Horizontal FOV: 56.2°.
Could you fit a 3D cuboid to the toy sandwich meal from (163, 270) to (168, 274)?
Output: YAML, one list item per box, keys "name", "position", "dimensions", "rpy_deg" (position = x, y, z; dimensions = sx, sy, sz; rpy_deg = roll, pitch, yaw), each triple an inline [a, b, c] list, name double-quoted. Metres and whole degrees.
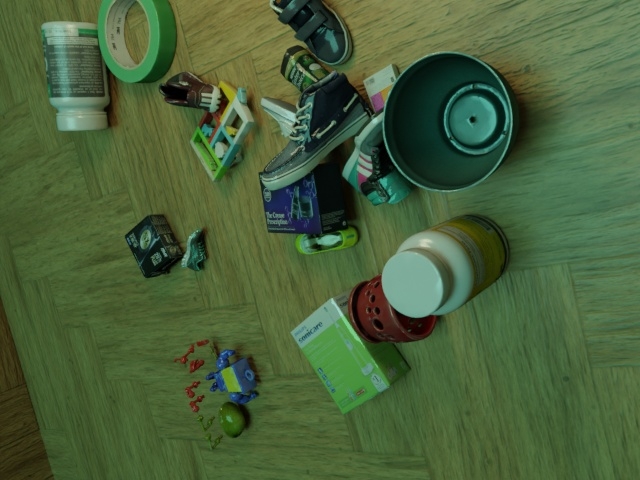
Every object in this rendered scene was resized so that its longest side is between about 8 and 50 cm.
- name: "toy sandwich meal"
  position: [-0.583, 0.085, 2.193]
  dimensions: [0.085, 0.029, 0.085]
  rpy_deg: [10, 108, 34]

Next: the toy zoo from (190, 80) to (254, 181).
- name: "toy zoo"
  position: [-0.299, -0.350, 1.844]
  dimensions: [0.293, 0.030, 0.192]
  rpy_deg: [-53, 56, 33]

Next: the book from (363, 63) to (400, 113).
- name: "book"
  position: [0.171, -0.358, 1.519]
  dimensions: [0.096, 0.035, 0.144]
  rpy_deg: [-20, 89, 41]

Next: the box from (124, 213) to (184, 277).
- name: "box"
  position: [-0.591, 0.020, 2.132]
  dimensions: [0.147, 0.077, 0.180]
  rpy_deg: [-34, 78, 26]

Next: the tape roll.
- name: "tape roll"
  position: [-0.612, -0.688, 1.988]
  dimensions: [0.321, 0.077, 0.321]
  rpy_deg: [11, 109, 34]

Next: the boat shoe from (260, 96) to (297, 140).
- name: "boat shoe"
  position: [-0.075, -0.319, 1.671]
  dimensions: [0.258, 0.095, 0.084]
  rpy_deg: [35, 116, 26]

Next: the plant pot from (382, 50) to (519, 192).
- name: "plant pot"
  position: [0.313, -0.265, 1.332]
  dimensions: [0.293, 0.196, 0.293]
  rpy_deg: [11, 109, 34]

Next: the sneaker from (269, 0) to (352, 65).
- name: "sneaker"
  position: [-0.045, -0.593, 1.562]
  dimensions: [0.126, 0.127, 0.321]
  rpy_deg: [-38, 80, 36]

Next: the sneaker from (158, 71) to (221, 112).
- name: "sneaker"
  position: [-0.442, -0.468, 1.844]
  dimensions: [0.281, 0.162, 0.106]
  rpy_deg: [24, 109, 42]

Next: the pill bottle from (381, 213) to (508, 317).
- name: "pill bottle"
  position: [0.281, 0.058, 1.351]
  dimensions: [0.188, 0.334, 0.188]
  rpy_deg: [10, 108, 35]

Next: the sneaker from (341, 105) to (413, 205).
- name: "sneaker"
  position: [0.159, -0.183, 1.476]
  dimensions: [0.178, 0.124, 0.295]
  rpy_deg: [47, 156, 12]

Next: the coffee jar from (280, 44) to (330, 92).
- name: "coffee jar"
  position: [-0.028, -0.436, 1.609]
  dimensions: [0.184, 0.079, 0.096]
  rpy_deg: [47, 147, 18]

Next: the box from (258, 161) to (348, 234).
- name: "box"
  position: [-0.052, -0.115, 1.665]
  dimensions: [0.261, 0.103, 0.184]
  rpy_deg: [2, 101, 52]

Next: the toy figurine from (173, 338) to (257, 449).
- name: "toy figurine"
  position: [-0.302, 0.497, 1.999]
  dimensions: [0.217, 0.191, 0.362]
  rpy_deg: [-20, 90, 33]

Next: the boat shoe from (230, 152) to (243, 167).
- name: "boat shoe"
  position: [-0.288, -0.247, 1.885]
  dimensions: [0.100, 0.035, 0.035]
  rpy_deg: [-16, 92, 38]

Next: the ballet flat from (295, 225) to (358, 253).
- name: "ballet flat"
  position: [0.000, 0.000, 1.708]
  dimensions: [0.231, 0.077, 0.077]
  rpy_deg: [-9, 97, 38]

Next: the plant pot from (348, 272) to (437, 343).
- name: "plant pot"
  position: [0.179, 0.177, 1.551]
  dimensions: [0.174, 0.191, 0.191]
  rpy_deg: [-23, 87, 43]

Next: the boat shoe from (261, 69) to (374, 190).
- name: "boat shoe"
  position: [-0.038, -0.284, 1.512]
  dimensions: [0.158, 0.340, 0.127]
  rpy_deg: [55, 171, -32]

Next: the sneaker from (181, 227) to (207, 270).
- name: "sneaker"
  position: [-0.417, 0.035, 2.049]
  dimensions: [0.076, 0.065, 0.166]
  rpy_deg: [27, 121, 10]

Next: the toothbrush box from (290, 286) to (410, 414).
- name: "toothbrush box"
  position: [0.081, 0.312, 1.700]
  dimensions: [0.206, 0.122, 0.283]
  rpy_deg: [-44, 76, 36]

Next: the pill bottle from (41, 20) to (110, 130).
- name: "pill bottle"
  position: [-0.857, -0.574, 2.117]
  dimensions: [0.204, 0.204, 0.361]
  rpy_deg: [8, 106, 35]
